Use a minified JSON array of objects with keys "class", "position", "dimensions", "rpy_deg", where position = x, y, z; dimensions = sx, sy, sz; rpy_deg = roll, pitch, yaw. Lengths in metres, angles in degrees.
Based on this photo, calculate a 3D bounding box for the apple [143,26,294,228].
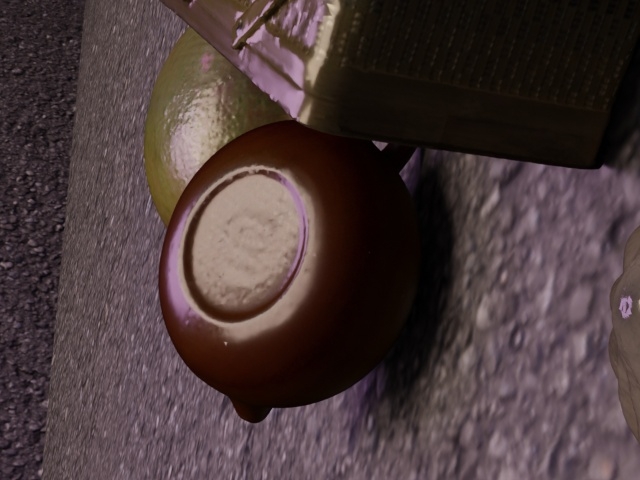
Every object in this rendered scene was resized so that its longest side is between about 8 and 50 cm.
[{"class":"apple","position":[-0.075,-0.108,0.955],"dimensions":[0.193,0.120,0.264],"rpy_deg":[-6,76,59]}]

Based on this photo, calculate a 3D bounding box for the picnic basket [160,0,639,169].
[{"class":"picnic basket","position":[0.033,-0.148,0.528],"dimensions":[0.266,0.165,0.139],"rpy_deg":[46,126,54]}]

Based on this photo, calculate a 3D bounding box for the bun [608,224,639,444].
[{"class":"bun","position":[0.129,0.027,0.324],"dimensions":[0.138,0.094,0.138],"rpy_deg":[-173,90,-70]}]

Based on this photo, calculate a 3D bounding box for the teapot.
[{"class":"teapot","position":[0.000,0.000,0.681],"dimensions":[0.178,0.135,0.252],"rpy_deg":[32,93,34]}]
